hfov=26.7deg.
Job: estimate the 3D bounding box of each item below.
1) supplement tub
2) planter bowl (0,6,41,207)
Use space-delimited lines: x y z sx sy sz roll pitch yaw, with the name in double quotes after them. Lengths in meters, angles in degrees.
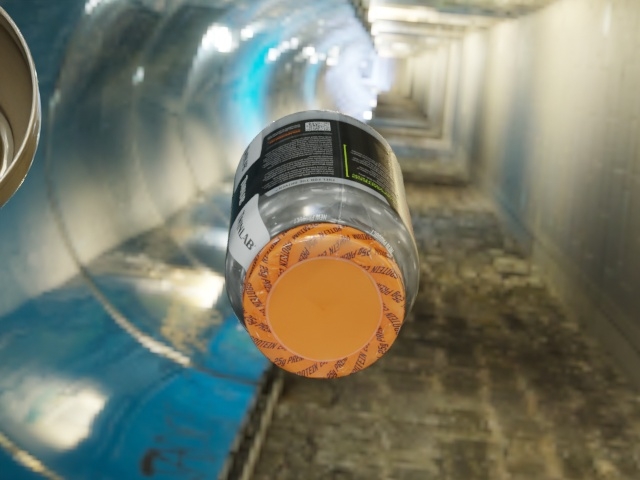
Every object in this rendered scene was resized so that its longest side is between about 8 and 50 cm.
0.000 0.000 0.835 0.190 0.117 0.117 -92 6 -67 "supplement tub"
-0.243 -0.067 0.817 0.109 0.162 0.162 93 -177 -75 "planter bowl"
